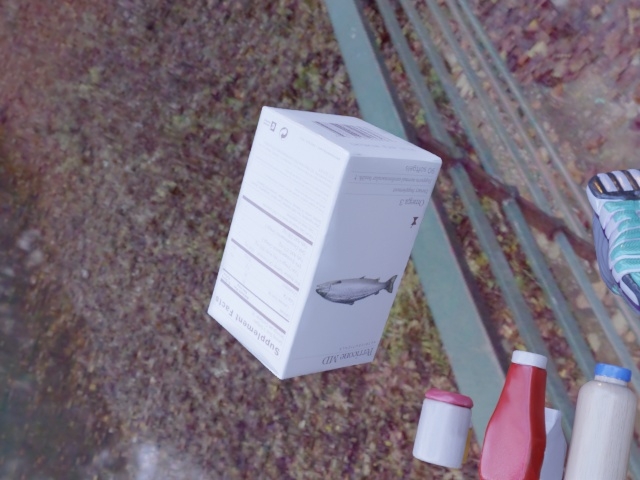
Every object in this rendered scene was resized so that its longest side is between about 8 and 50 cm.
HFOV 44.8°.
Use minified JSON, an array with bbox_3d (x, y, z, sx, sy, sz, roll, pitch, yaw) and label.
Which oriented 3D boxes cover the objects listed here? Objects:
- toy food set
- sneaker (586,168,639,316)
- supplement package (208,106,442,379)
[{"bbox_3d":[0.165,0.135,0.590,0.232,0.111,0.104,2,76,51],"label":"toy food set"},{"bbox_3d":[0.278,0.026,0.651,0.083,0.098,0.224,-5,30,12],"label":"sneaker"},{"bbox_3d":[0.000,0.000,0.606,0.105,0.105,0.179,34,116,40],"label":"supplement package"}]
